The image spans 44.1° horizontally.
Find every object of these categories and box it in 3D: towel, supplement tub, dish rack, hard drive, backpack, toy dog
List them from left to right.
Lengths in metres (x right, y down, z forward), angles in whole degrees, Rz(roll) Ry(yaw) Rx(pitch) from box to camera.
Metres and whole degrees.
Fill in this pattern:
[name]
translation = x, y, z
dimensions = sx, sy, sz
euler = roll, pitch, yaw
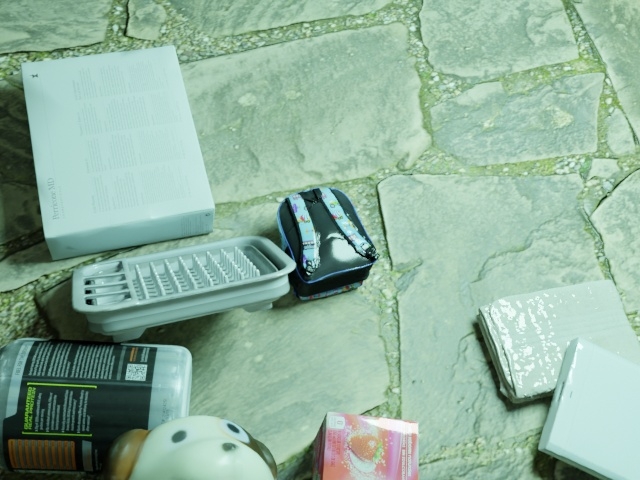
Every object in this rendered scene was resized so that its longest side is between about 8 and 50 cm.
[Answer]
[supplement tub]
translation = -0.352, 0.242, 1.153
dimensions = 0.316, 0.193, 0.193
euler = 5, 61, -7
[dish rack]
translation = -0.219, 0.074, 1.258
dimensions = 0.333, 0.285, 0.072
euler = -12, 104, -15
[toy dog]
translation = -0.147, 0.422, 0.964
dimensions = 0.285, 0.395, 0.407
euler = 7, 72, -17
[backpack]
translation = 0.000, 0.000, 1.384
dimensions = 0.158, 0.117, 0.173
euler = -17, 66, -17
[towel]
translation = 0.427, 0.176, 1.397
dimensions = 0.283, 0.049, 0.187
euler = -8, 65, -14
[hard drive]
translation = 0.532, 0.317, 1.310
dimensions = 0.308, 0.040, 0.203
euler = 25, 68, -2

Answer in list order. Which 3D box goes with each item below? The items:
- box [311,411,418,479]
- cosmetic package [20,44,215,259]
[box]
translation = 0.057, 0.419, 1.146
dimensions = 0.142, 0.154, 0.299
euler = 7, 60, -5
[cosmetic package]
translation = -0.370, -0.169, 1.429
dimensions = 0.285, 0.097, 0.377
euler = -9, 63, -16
